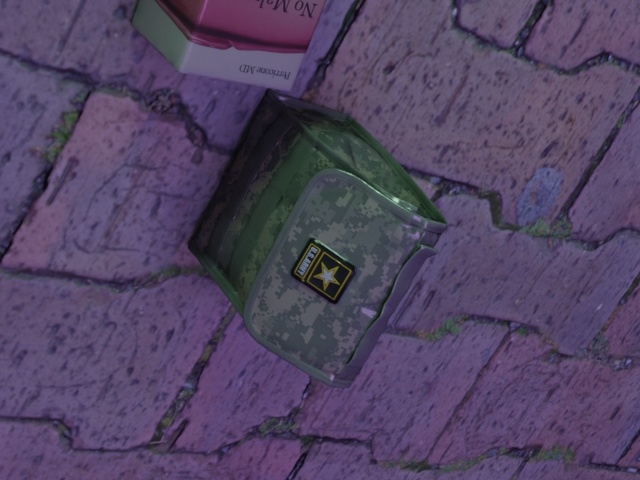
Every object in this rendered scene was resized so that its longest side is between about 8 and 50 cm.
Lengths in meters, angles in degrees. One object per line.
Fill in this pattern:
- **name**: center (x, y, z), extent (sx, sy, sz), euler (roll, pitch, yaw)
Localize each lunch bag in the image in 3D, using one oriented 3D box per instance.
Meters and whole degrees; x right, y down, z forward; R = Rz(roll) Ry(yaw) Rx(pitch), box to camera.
- **lunch bag**: center (0.000, 0.000, 1.318), extent (0.169, 0.287, 0.235), euler (12, 116, -41)

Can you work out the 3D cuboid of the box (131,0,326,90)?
- **box**: center (-0.075, -0.290, 1.156), extent (0.149, 0.127, 0.232), euler (3, 120, -38)
